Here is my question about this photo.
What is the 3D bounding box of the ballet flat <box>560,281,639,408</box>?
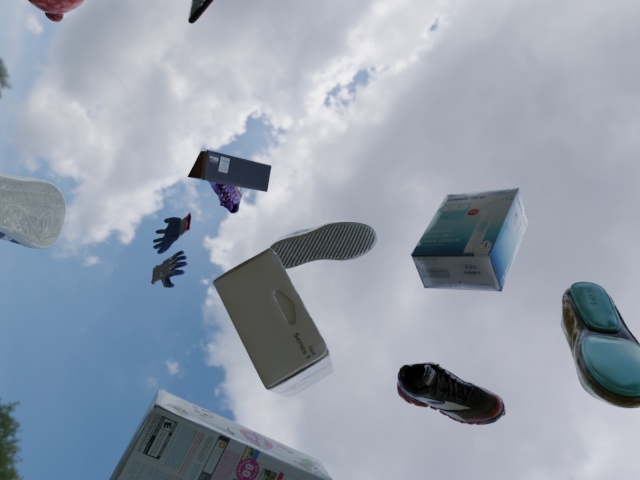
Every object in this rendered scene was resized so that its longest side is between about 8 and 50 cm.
[{"bbox_3d":[0.490,0.198,0.862,0.123,0.123,0.349,-22,-164,24],"label":"ballet flat"}]

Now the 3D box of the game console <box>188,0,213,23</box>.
[{"bbox_3d":[-0.103,-0.304,0.461,0.144,0.124,0.085,-30,-163,35],"label":"game console"}]

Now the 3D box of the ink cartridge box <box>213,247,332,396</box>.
[{"bbox_3d":[-0.058,0.127,0.701,0.092,0.219,0.160,-29,-109,-7],"label":"ink cartridge box"}]

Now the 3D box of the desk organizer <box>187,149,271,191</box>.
[{"bbox_3d":[-0.147,-0.113,0.810,0.050,0.130,0.047,12,-86,43],"label":"desk organizer"}]

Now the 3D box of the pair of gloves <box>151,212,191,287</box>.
[{"bbox_3d":[-0.371,0.026,1.217,0.159,0.023,0.199,-21,-121,40],"label":"pair of gloves"}]

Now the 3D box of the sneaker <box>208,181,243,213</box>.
[{"bbox_3d":[-0.225,-0.116,1.195,0.068,0.170,0.071,-7,-111,9],"label":"sneaker"}]

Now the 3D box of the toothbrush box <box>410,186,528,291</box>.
[{"bbox_3d":[0.410,-0.007,1.339,0.216,0.126,0.295,-1,-144,40],"label":"toothbrush box"}]

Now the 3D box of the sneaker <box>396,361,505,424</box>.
[{"bbox_3d":[0.307,0.369,1.212,0.275,0.135,0.098,10,-124,31],"label":"sneaker"}]

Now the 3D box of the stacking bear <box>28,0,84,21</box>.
[{"bbox_3d":[-0.484,-0.502,0.780,0.175,0.289,0.164,-24,-156,23],"label":"stacking bear"}]

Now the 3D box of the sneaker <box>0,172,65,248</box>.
[{"bbox_3d":[-0.583,-0.067,0.860,0.147,0.350,0.131,10,-99,1],"label":"sneaker"}]

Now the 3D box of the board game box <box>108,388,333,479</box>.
[{"bbox_3d":[-0.165,0.400,0.753,0.224,0.303,0.097,-63,-167,-10],"label":"board game box"}]

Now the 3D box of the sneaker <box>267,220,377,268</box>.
[{"bbox_3d":[0.000,0.000,1.651,0.365,0.150,0.136,-8,-77,-3],"label":"sneaker"}]
